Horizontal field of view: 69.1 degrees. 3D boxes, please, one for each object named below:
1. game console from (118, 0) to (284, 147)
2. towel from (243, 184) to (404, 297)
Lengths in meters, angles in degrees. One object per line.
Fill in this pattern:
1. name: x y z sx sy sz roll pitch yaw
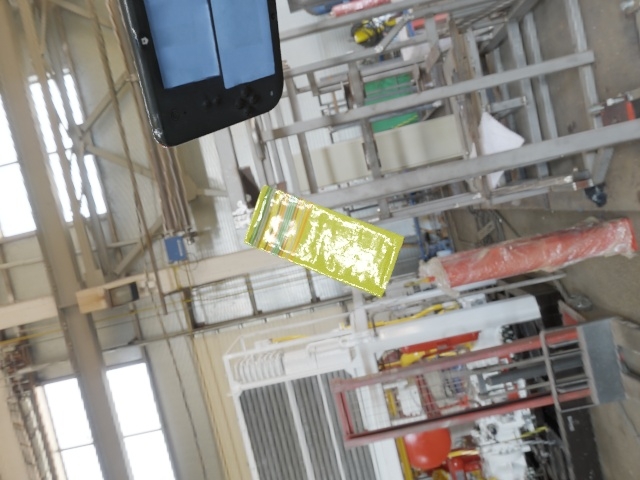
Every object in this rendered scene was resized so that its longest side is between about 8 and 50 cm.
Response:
1. game console: -0.209 -0.408 0.889 0.342 0.060 0.387 -38 -45 -42
2. towel: 0.000 0.000 0.710 0.021 0.237 0.102 -22 -49 -72
